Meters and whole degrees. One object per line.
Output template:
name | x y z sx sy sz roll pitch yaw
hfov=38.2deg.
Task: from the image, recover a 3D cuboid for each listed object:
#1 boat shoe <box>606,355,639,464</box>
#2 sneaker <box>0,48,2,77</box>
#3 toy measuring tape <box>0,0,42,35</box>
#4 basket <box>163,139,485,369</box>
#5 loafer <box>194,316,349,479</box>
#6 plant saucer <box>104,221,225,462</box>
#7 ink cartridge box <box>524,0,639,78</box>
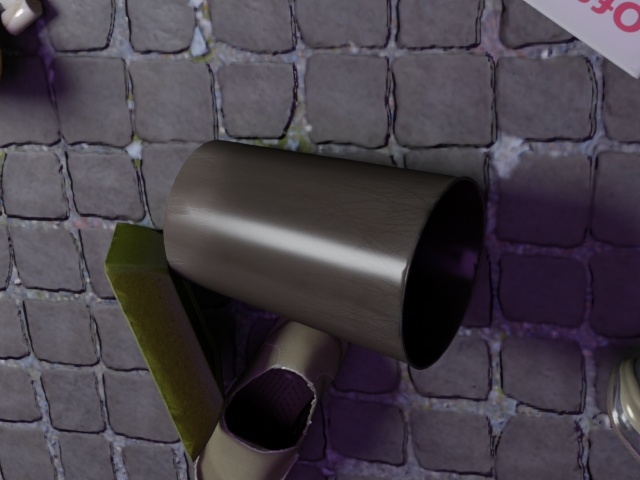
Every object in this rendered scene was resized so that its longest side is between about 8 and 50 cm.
boat shoe | 0.393 0.204 0.732 0.355 0.132 0.130 40 118 -2
sneaker | -0.440 -0.192 0.838 0.296 0.131 0.112 17 120 21
toy measuring tape | -0.375 -0.313 0.786 0.121 0.121 0.330 -32 99 27
basket | 0.000 0.000 0.763 0.226 0.204 0.154 15 93 23
loafer | -0.063 0.180 0.895 0.102 0.092 0.269 28 117 6
plant saucer | -0.134 0.077 0.844 0.045 0.188 0.188 -22 105 -4
ink cartridge box | 0.203 -0.276 0.559 0.198 0.197 0.270 35 118 2
